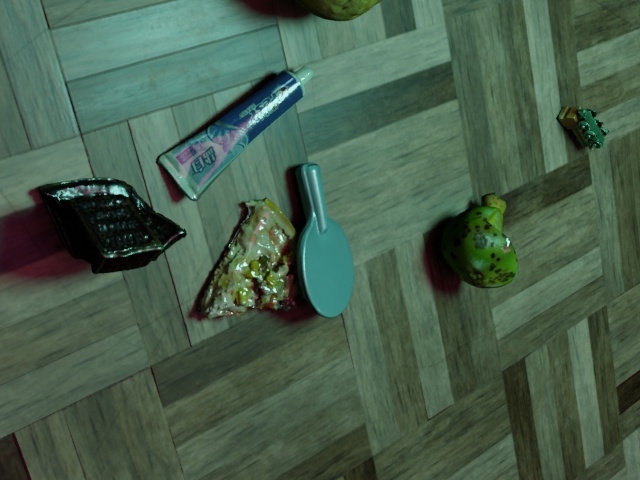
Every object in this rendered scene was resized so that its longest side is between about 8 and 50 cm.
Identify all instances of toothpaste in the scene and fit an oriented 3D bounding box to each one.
[{"bbox_3d":[-0.108,-0.165,1.246,0.268,0.047,0.069,-43,133,-20],"label":"toothpaste"}]

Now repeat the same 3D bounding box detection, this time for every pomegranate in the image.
[{"bbox_3d":[0.268,-0.001,1.516,0.143,0.122,0.169,64,19,-57],"label":"pomegranate"}]

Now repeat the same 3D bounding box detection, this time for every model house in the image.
[{"bbox_3d":[-0.242,-0.016,1.101,0.165,0.152,0.106,-13,111,-34],"label":"model house"}]

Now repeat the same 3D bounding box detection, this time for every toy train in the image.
[{"bbox_3d":[0.505,-0.214,1.691,0.103,0.064,0.044,45,65,-35],"label":"toy train"}]

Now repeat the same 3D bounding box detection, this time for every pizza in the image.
[{"bbox_3d":[-0.097,0.049,1.282,0.195,0.052,0.185,-40,117,-27],"label":"pizza"}]

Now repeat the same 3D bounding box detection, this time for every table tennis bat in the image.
[{"bbox_3d":[0.000,0.000,1.340,0.149,0.038,0.237,-26,107,-56],"label":"table tennis bat"}]

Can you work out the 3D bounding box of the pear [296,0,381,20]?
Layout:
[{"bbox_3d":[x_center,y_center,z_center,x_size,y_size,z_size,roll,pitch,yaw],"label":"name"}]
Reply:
[{"bbox_3d":[0.032,-0.412,1.218,0.228,0.188,0.211,-29,111,-33],"label":"pear"}]
